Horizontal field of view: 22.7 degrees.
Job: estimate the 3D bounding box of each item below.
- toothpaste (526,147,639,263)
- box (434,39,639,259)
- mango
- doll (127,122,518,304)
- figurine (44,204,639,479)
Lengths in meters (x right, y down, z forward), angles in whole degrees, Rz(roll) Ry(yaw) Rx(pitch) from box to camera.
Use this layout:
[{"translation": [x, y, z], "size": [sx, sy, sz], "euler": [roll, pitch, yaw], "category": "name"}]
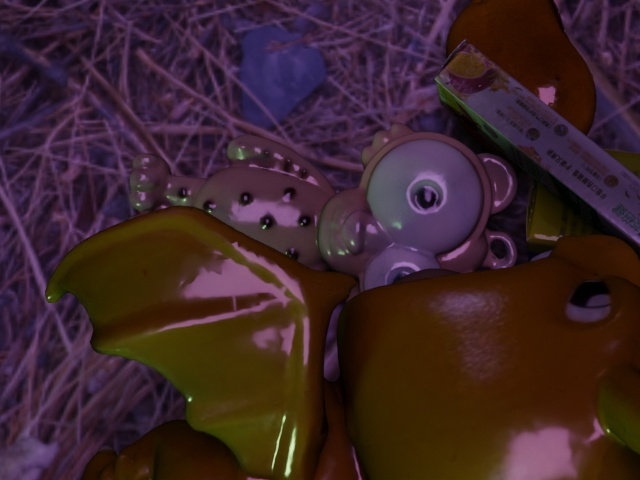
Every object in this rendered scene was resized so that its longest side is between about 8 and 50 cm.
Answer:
[{"translation": [0.304, 0.005, 1.090], "size": [0.327, 0.110, 0.077], "euler": [8, 72, 11], "category": "toothpaste"}, {"translation": [0.162, -0.052, 1.047], "size": [0.041, 0.050, 0.207], "euler": [-45, 69, -8], "category": "box"}, {"translation": [0.145, -0.122, 1.185], "size": [0.105, 0.084, 0.159], "euler": [-17, 48, 8], "category": "mango"}, {"translation": [-0.001, -0.002, 1.111], "size": [0.278, 0.119, 0.154], "euler": [-3, 88, 6], "category": "doll"}, {"translation": [0.045, 0.173, 0.934], "size": [0.387, 0.268, 0.401], "euler": [-21, 63, 12], "category": "figurine"}]
